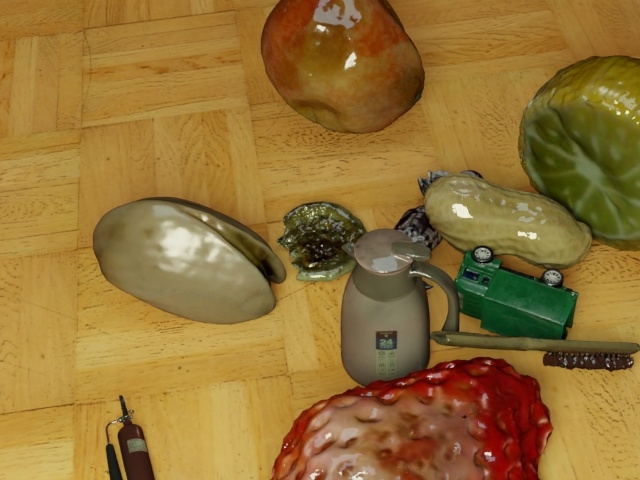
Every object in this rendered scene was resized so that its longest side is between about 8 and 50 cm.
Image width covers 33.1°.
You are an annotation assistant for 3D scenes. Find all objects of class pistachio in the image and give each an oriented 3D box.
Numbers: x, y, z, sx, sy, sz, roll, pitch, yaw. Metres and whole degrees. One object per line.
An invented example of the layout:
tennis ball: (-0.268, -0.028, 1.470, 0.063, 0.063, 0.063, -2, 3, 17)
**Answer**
pistachio: (-0.157, 0.021, 1.305, 0.238, 0.153, 0.137, 22, 57, -11)

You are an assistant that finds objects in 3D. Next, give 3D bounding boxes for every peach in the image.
peach: (0.040, -0.257, 1.517, 0.235, 0.214, 0.214, 40, 59, 13)

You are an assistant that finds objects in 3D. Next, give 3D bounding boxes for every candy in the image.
candy: (0.361, -0.102, 1.301, 0.260, 0.260, 0.118, 30, 60, 29)
candy: (0.139, -0.019, 1.378, 0.094, 0.051, 0.226, 23, 52, 20)

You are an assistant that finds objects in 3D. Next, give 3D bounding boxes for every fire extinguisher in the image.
fire extinguisher: (-0.204, 0.251, 1.163, 0.049, 0.035, 0.173, -41, 45, 18)

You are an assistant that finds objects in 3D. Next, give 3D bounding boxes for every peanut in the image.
peanut: (0.230, -0.019, 1.327, 0.214, 0.090, 0.098, 14, 88, 1)

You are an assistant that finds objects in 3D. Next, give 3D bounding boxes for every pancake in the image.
pancake: (0.006, -0.001, 1.390, 0.116, 0.022, 0.129, -19, 53, -13)

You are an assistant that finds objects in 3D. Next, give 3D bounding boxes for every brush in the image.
brush: (0.239, 0.123, 1.189, 0.248, 0.043, 0.036, 6, 80, -21)

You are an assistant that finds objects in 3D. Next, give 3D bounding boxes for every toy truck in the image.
toy truck: (0.228, 0.068, 1.278, 0.147, 0.065, 0.079, 20, 50, 21)

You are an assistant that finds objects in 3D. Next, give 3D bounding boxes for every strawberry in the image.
strawberry: (0.101, 0.218, 1.089, 0.336, 0.149, 0.265, -36, 53, -28)

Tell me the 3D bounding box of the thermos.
thermos: (0.088, 0.072, 1.196, 0.137, 0.193, 0.105, 14, 48, 16)
